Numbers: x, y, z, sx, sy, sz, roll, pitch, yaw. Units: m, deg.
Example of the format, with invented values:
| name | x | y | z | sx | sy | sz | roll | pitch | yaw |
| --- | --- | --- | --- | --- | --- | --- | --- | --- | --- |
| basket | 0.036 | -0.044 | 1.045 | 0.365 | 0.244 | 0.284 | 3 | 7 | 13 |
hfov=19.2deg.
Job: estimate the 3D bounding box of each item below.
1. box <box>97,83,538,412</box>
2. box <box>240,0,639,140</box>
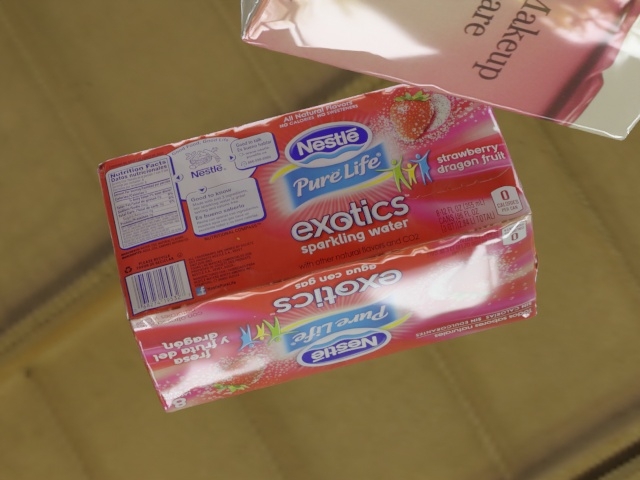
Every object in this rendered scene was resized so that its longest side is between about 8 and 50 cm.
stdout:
| name | x | y | z | sx | sy | sz | roll | pitch | yaw |
| --- | --- | --- | --- | --- | --- | --- | --- | --- | --- |
| box | 0.000 | 0.000 | 1.208 | 0.257 | 0.122 | 0.128 | -15 | -124 | -2 |
| box | 0.088 | -0.167 | 1.012 | 0.148 | 0.232 | 0.126 | 120 | -23 | -47 |
